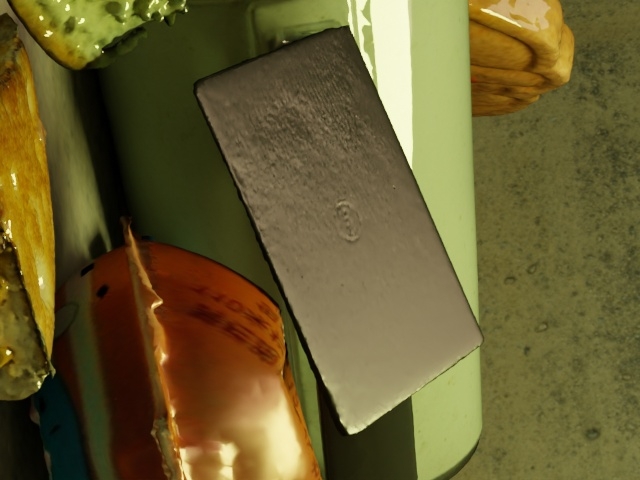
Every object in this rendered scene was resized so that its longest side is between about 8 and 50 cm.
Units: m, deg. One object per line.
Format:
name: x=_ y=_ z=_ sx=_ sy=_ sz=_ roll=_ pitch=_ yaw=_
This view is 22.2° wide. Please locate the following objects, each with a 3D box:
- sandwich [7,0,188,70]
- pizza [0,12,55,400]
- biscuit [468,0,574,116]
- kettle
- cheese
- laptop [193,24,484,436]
sandwich: x=-0.120 y=-0.218 z=0.798 sx=0.128 sy=0.122 sz=0.236 roll=66 pitch=3 yaw=-60
pizza: x=-0.145 y=-0.019 z=0.706 sx=0.131 sy=0.041 sz=0.178 roll=51 pitch=32 yaw=-86
biscuit: x=0.041 y=-0.178 z=1.389 sx=0.455 sy=0.349 sz=0.078 roll=48 pitch=51 yaw=-80
kettle: x=0.000 y=0.000 z=1.057 sx=0.361 sy=0.250 sz=0.377 roll=-122 pitch=-157 yaw=-65
cheese: x=-0.076 y=0.082 z=0.863 sx=0.329 sy=0.129 sz=0.217 roll=-116 pitch=-166 yaw=-74
laptop: x=0.011 y=-0.008 z=0.855 sx=0.135 sy=0.016 sz=0.197 roll=-27 pitch=96 yaw=-48
